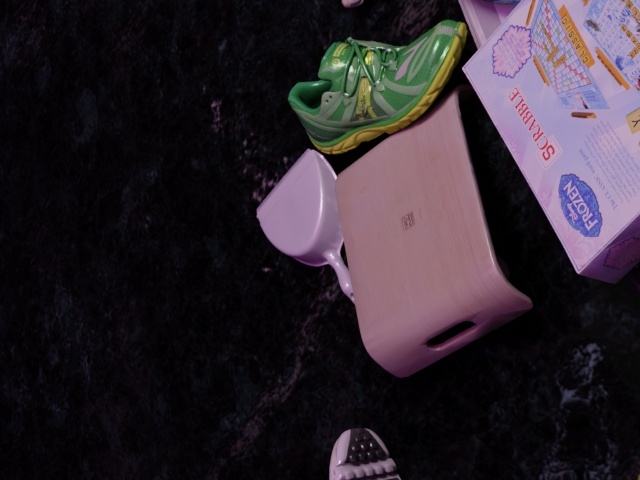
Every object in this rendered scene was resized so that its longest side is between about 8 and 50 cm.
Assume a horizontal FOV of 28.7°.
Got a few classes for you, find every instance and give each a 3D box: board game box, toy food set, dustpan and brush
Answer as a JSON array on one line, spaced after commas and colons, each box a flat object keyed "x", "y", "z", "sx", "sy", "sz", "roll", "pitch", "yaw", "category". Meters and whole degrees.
[{"x": 0.317, "y": -0.177, "z": 1.261, "sx": 0.318, "sy": 0.066, "sz": 0.319, "roll": -48, "pitch": 44, "yaw": 30, "category": "board game box"}, {"x": 0.138, "y": -0.013, "z": 1.541, "sx": 0.220, "sy": 0.092, "sz": 0.306, "roll": -34, "pitch": 53, "yaw": 38, "category": "toy food set"}, {"x": 0.000, "y": 0.000, "z": 1.697, "sx": 0.147, "sy": 0.060, "sz": 0.211, "roll": -48, "pitch": 47, "yaw": 32, "category": "dustpan and brush"}]

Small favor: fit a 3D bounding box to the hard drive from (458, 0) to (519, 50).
[{"x": 0.281, "y": -0.271, "z": 1.435, "sx": 0.237, "sy": 0.064, "sz": 0.339, "roll": -35, "pitch": 62, "yaw": 37, "category": "hard drive"}]

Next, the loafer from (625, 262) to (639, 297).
[{"x": 0.341, "y": -0.011, "z": 1.342, "sx": 0.078, "sy": 0.076, "sz": 0.223, "roll": 113, "pitch": 140, "yaw": -69, "category": "loafer"}]

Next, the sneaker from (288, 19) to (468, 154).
[{"x": 0.063, "y": -0.200, "z": 1.576, "sx": 0.295, "sy": 0.123, "sz": 0.109, "roll": -26, "pitch": 29, "yaw": 45, "category": "sneaker"}]

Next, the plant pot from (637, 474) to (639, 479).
[{"x": 0.352, "y": 0.282, "z": 1.288, "sx": 0.083, "sy": 0.083, "sz": 0.079, "roll": -12, "pitch": 63, "yaw": 44, "category": "plant pot"}]

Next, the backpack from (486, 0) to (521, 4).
[{"x": 0.193, "y": -0.324, "z": 1.426, "sx": 0.114, "sy": 0.084, "sz": 0.105, "roll": 36, "pitch": 112, "yaw": 39, "category": "backpack"}]

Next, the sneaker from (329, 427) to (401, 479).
[{"x": 0.039, "y": 0.384, "z": 1.571, "sx": 0.118, "sy": 0.110, "sz": 0.292, "roll": -18, "pitch": 72, "yaw": 52, "category": "sneaker"}]

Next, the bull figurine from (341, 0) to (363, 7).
[{"x": 0.095, "y": -0.440, "z": 1.600, "sx": 0.188, "sy": 0.101, "sz": 0.310, "roll": 43, "pitch": 112, "yaw": 55, "category": "bull figurine"}]
